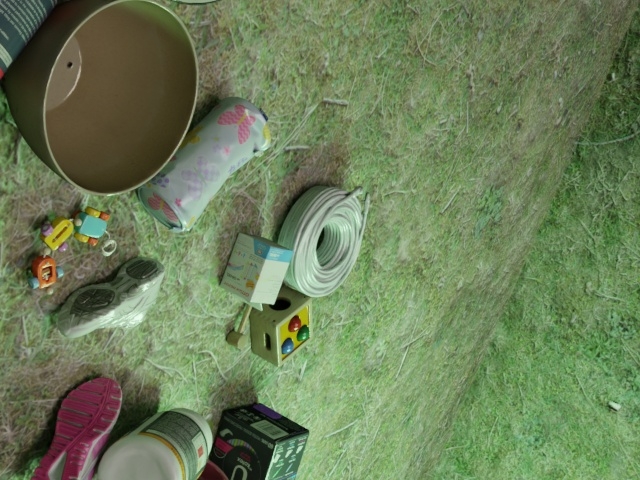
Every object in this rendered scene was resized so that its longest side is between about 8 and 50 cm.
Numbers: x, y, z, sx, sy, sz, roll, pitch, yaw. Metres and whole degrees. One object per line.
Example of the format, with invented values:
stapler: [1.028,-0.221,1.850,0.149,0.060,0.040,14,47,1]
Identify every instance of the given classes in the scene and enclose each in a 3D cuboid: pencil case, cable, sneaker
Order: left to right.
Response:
sneaker: [-0.443,0.371,1.699,0.111,0.103,0.252,99,16,-68]
sneaker: [-0.366,0.127,1.655,0.232,0.090,0.115,-32,139,-42]
pencil case: [-0.208,-0.140,1.685,0.273,0.113,0.124,-48,123,-25]
cable: [0.000,0.000,2.114,0.257,0.089,0.257,-16,119,-50]

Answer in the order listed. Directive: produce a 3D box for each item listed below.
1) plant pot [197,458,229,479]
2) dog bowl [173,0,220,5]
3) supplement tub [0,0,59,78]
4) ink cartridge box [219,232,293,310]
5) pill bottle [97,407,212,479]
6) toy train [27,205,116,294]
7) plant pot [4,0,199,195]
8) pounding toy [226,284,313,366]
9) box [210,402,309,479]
plant pot: [-0.308,0.577,1.960,0.201,0.201,0.180,-9,133,-54]
dog bowl: [-0.207,-0.567,1.370,0.408,0.150,0.408,-35,137,-40]
supplement tub: [-0.423,-0.335,1.154,0.272,0.191,0.191,-58,148,-13]
ink cartridge box: [-0.138,0.069,1.954,0.090,0.092,0.143,13,99,-58]
pill bottle: [-0.309,0.422,1.796,0.278,0.162,0.162,-23,133,-80]
toy train: [-0.421,0.008,1.533,0.166,0.046,0.125,-32,136,-39]
plant pot: [-0.344,-0.228,1.347,0.284,0.191,0.284,-34,136,-41]
pounding toy: [-0.109,0.193,2.081,0.206,0.094,0.181,-37,138,-40]
box: [-0.160,0.542,2.167,0.143,0.165,0.270,-2,111,-57]
